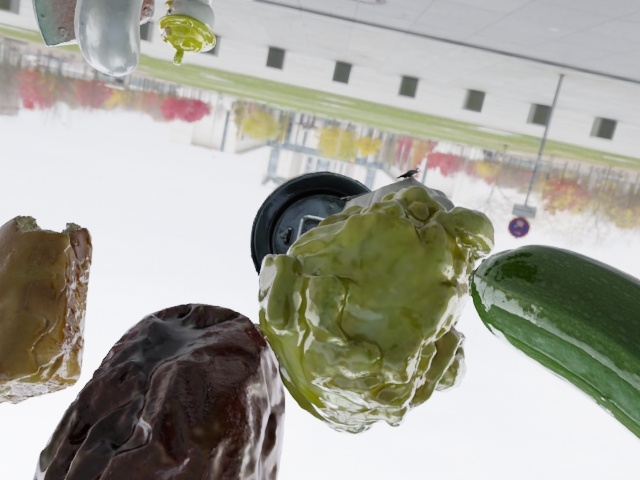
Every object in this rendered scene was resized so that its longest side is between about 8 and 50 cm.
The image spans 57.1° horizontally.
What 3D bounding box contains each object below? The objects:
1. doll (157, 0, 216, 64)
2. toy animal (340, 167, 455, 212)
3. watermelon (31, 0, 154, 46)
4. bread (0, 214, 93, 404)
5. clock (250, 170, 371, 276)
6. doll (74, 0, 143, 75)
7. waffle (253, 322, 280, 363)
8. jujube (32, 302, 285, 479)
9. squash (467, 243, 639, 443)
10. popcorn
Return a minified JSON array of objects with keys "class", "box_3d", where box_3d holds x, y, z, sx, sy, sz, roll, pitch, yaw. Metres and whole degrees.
[{"class":"doll","box_3d":[-0.153,-0.322,0.739,0.081,0.207,0.129,14,-176,-25]},{"class":"toy animal","box_3d":[0.118,-0.024,0.970,0.209,0.154,0.325,-20,180,9]},{"class":"watermelon","box_3d":[-0.424,-0.464,1.107,0.201,0.212,0.261,2,-153,2]},{"class":"bread","box_3d":[-0.512,0.109,1.020,0.195,0.344,0.149,-18,148,10]},{"class":"clock","box_3d":[0.001,0.000,1.282,0.313,0.312,0.061,10,-166,-8]},{"class":"doll","box_3d":[-0.069,-0.254,0.382,0.111,0.237,0.252,38,-120,20]},{"class":"waffle","box_3d":[-0.122,0.276,1.469,0.192,0.046,0.160,22,-138,-55]},{"class":"jujube","box_3d":[-0.186,0.250,0.743,0.277,0.276,0.376,11,-142,-3]},{"class":"squash","box_3d":[0.165,0.065,0.302,0.219,0.077,0.068,46,172,46]},{"class":"popcorn","box_3d":[0.063,0.070,0.626,0.235,0.250,0.242,46,159,4]}]
